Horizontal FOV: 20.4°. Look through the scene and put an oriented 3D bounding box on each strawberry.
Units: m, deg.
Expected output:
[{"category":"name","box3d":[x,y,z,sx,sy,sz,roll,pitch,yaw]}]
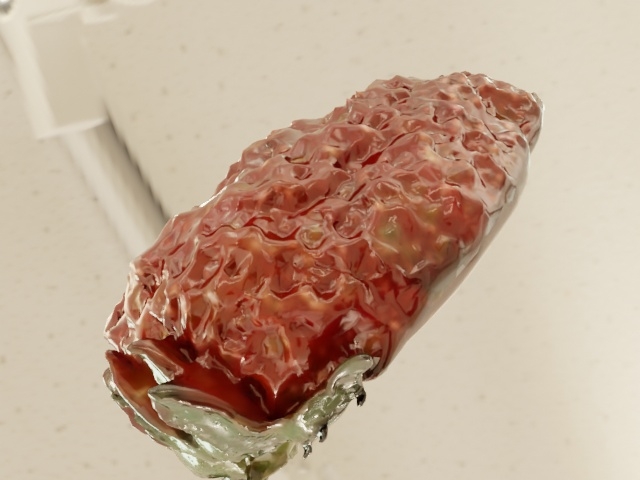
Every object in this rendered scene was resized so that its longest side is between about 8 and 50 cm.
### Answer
[{"category":"strawberry","box3d":[0.007,-0.008,0.693,0.098,0.174,0.228,41,-108,-2]}]
